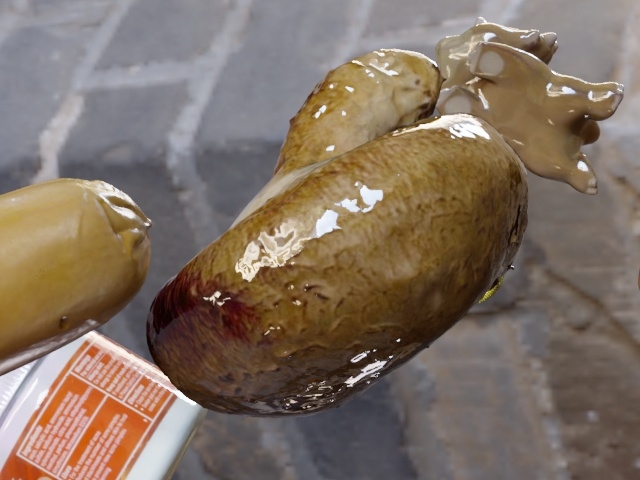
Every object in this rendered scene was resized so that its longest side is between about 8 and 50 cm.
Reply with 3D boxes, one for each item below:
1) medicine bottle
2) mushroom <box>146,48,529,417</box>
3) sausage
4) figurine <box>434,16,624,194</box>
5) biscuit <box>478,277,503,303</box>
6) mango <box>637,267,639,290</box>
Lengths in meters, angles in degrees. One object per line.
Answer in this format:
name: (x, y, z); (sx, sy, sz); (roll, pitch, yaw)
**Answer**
medicine bottle: (-0.294, 0.243, 1.796); (0.252, 0.241, 0.252); (-59, 178, -3)
mushroom: (0.014, 0.021, 1.161); (0.345, 0.239, 0.345); (-42, 156, -23)
sausage: (-0.276, 0.048, 1.130); (0.354, 0.116, 0.134); (-28, 93, -26)
figurine: (0.260, -0.186, 1.888); (0.173, 0.247, 0.177); (-50, 155, -69)
biscuit: (0.165, 0.030, 1.639); (0.023, 0.084, 0.084); (-23, 109, -55)
mango: (0.503, 0.028, 1.937); (0.177, 0.120, 0.295); (-41, 156, -5)
